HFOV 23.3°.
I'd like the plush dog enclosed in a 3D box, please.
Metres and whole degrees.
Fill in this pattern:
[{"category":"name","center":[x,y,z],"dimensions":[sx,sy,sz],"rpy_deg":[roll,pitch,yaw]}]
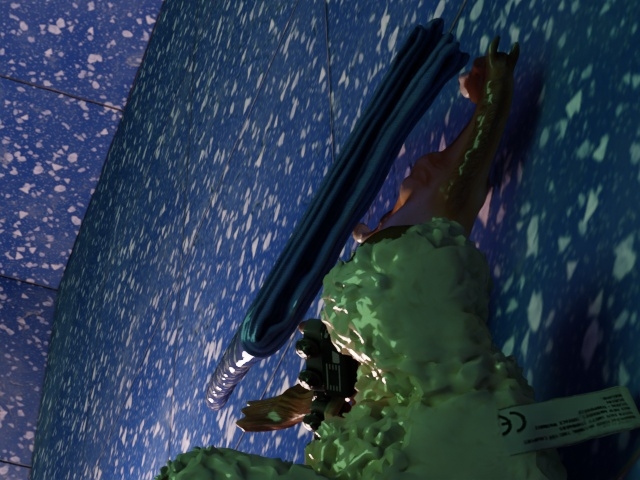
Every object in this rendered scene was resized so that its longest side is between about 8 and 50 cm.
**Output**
[{"category":"plush dog","center":[0.038,0.153,0.787],"dimensions":[0.262,0.210,0.225],"rpy_deg":[-50,-12,-25]}]

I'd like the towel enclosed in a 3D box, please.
[{"category":"towel","center":[0.000,0.000,1.063],"dimensions":[0.243,0.040,0.336],"rpy_deg":[-59,1,-14]}]

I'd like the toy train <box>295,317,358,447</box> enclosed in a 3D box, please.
[{"category":"toy train","center":[0.011,0.112,0.901],"dimensions":[0.027,0.036,0.158],"rpy_deg":[-62,-27,-51]}]

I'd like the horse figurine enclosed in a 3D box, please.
[{"category":"horse figurine","center":[0.047,0.015,0.970],"dimensions":[0.263,0.066,0.174],"rpy_deg":[-60,10,-23]}]

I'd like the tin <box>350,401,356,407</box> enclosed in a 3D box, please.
[{"category":"tin","center":[0.029,0.161,1.004],"dimensions":[0.106,0.040,0.190],"rpy_deg":[-103,32,-54]}]
